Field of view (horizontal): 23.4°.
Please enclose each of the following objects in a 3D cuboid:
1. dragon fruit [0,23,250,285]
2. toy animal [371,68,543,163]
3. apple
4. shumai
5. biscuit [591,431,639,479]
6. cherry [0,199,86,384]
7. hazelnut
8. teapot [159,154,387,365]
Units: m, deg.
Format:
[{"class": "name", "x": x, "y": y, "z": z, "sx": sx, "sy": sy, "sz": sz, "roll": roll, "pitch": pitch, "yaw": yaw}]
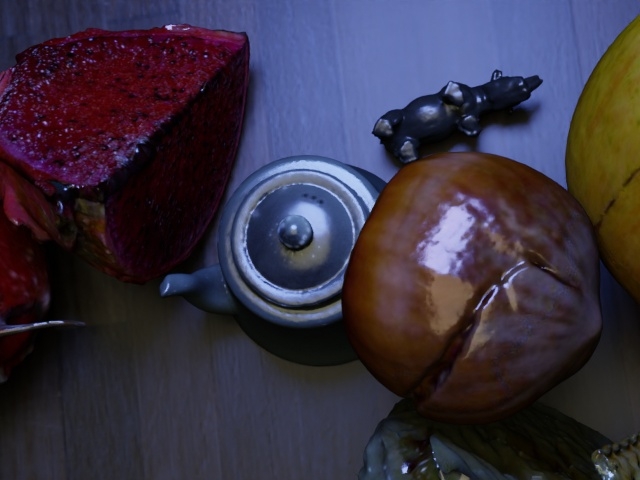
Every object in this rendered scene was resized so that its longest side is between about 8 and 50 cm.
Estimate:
[{"class": "dragon fruit", "x": -0.156, "y": -0.058, "z": 1.155, "sx": 0.163, "sy": 0.261, "sz": 0.189, "roll": -14, "pitch": 113, "yaw": 30}, {"class": "toy animal", "x": 0.106, "y": -0.101, "z": 1.191, "sx": 0.136, "sy": 0.065, "sz": 0.047, "roll": -25, "pitch": 95, "yaw": 5}, {"class": "apple", "x": 0.302, "y": -0.044, "z": 1.044, "sx": 0.233, "sy": 0.286, "sz": 0.286, "roll": -46, "pitch": 76, "yaw": 21}, {"class": "shumai", "x": 0.121, "y": 0.234, "z": 1.087, "sx": 0.256, "sy": 0.189, "sz": 0.218, "roll": 23, "pitch": 102, "yaw": -12}, {"class": "biscuit", "x": 0.261, "y": 0.190, "z": 1.057, "sx": 0.016, "sy": 0.203, "sz": 0.144, "roll": -32, "pitch": 76, "yaw": 32}, {"class": "cherry", "x": -0.311, "y": 0.013, "z": 1.171, "sx": 0.192, "sy": 0.175, "sz": 0.249, "roll": -27, "pitch": 75, "yaw": -7}, {"class": "hazelnut", "x": 0.103, "y": 0.036, "z": 1.024, "sx": 0.182, "sy": 0.182, "sz": 0.182, "roll": -1, "pitch": 79, "yaw": 8}, {"class": "teapot", "x": 0.000, "y": 0.000, "z": 1.143, "sx": 0.239, "sy": 0.149, "sz": 0.162, "roll": -19, "pitch": 76, "yaw": 4}]
